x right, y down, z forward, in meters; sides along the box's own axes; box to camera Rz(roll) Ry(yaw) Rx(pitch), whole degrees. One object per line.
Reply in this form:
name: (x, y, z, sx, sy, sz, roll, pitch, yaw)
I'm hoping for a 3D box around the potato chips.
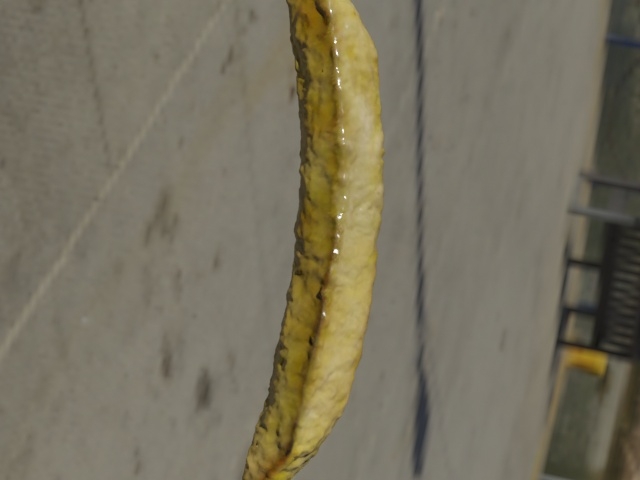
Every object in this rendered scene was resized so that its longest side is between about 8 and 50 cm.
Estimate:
potato chips: (0.000, 0.000, 1.122, 0.057, 0.080, 0.406, 5, 90, -53)
